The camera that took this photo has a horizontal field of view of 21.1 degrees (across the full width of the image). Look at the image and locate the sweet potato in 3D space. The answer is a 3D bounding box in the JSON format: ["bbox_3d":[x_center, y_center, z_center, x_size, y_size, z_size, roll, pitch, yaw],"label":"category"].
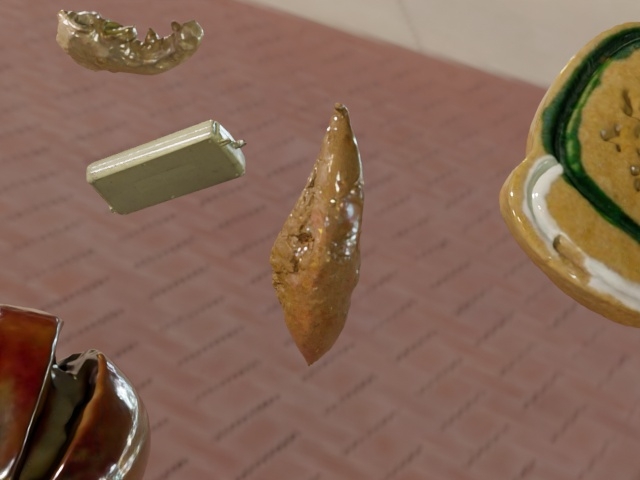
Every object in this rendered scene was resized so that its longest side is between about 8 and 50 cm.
[{"bbox_3d":[0.000,0.000,1.248,0.068,0.206,0.060,10,18,-5],"label":"sweet potato"}]

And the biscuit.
[{"bbox_3d":[0.328,-0.056,1.635,0.287,0.057,0.344,39,54,-3],"label":"biscuit"}]

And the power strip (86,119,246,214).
[{"bbox_3d":[-0.151,-0.075,1.751,0.076,0.169,0.028,54,25,-46],"label":"power strip"}]

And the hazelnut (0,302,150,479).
[{"bbox_3d":[-0.262,0.159,1.332,0.251,0.217,0.217,24,21,-13],"label":"hazelnut"}]

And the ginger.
[{"bbox_3d":[-0.209,-0.215,1.883,0.173,0.069,0.051,3,27,9],"label":"ginger"}]
